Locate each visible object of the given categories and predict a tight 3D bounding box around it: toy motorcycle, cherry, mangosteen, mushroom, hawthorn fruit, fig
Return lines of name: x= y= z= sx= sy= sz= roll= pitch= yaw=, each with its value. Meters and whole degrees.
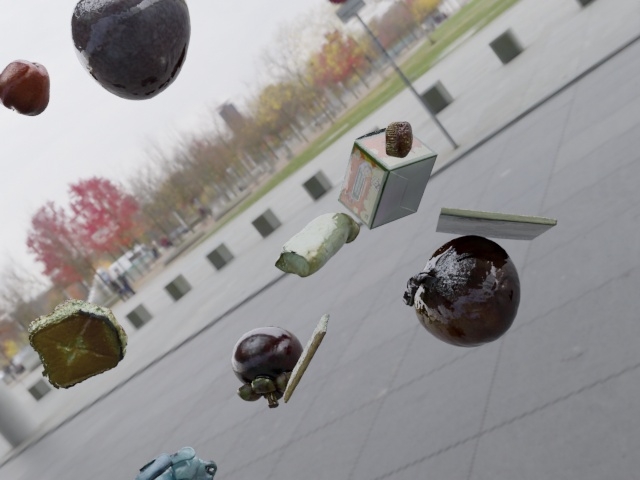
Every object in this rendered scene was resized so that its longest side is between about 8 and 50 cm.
toy motorcycle: x=-0.396 y=0.631 z=1.991 sx=0.260 sy=0.206 sz=0.154 roll=-40 pitch=48 yaw=-7
cherry: x=-0.246 y=-0.267 z=1.035 sx=0.140 sy=0.176 sz=0.176 roll=11 pitch=36 yaw=27
mangosteen: x=-0.126 y=0.303 z=1.871 sx=0.200 sy=0.200 sz=0.200 roll=-38 pitch=7 yaw=6
mushroom: x=0.000 y=0.000 z=1.758 sx=0.100 sy=0.081 sz=0.312 roll=13 pitch=22 yaw=19
hawthorn fruit: x=-0.733 y=-0.380 z=1.931 sx=0.138 sy=0.133 sz=0.133 roll=-64 pitch=7 yaw=3
fig: x=0.299 y=0.106 z=1.620 sx=0.235 sy=0.214 sz=0.235 roll=-23 pitch=38 yaw=20

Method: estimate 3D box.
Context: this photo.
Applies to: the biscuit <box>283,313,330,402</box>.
biscuit: x=-0.022 y=0.193 z=1.341 sx=0.139 sy=0.016 sz=0.231 roll=-62 pitch=-2 yaw=3

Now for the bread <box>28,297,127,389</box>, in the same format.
bread: x=-0.392 y=0.160 z=1.268 sx=0.140 sy=0.128 sz=0.069 roll=-26 pitch=21 yaw=-7

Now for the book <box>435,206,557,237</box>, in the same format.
book: x=0.362 y=-0.030 z=1.668 sx=0.322 sy=0.228 sz=0.018 roll=39 pitch=-122 yaw=-80

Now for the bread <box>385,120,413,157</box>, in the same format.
bread: x=0.182 y=-0.228 z=1.772 sx=0.053 sy=0.085 sz=0.085 roll=9 pitch=35 yaw=29

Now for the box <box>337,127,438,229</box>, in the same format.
box: x=0.166 y=-0.163 z=2.002 sx=0.177 sy=0.148 sz=0.195 roll=-20 pitch=-38 yaw=-35
